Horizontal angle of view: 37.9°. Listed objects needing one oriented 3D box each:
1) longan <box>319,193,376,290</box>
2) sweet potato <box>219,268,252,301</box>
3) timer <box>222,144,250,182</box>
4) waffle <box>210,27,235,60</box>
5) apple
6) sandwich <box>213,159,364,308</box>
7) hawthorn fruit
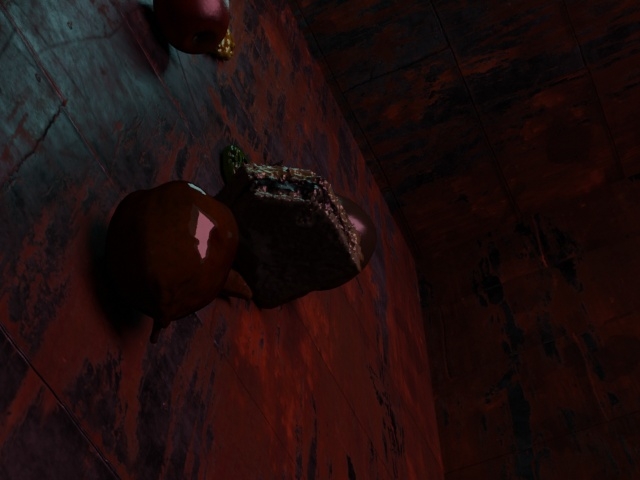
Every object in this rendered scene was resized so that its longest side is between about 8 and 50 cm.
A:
[{"bbox_3d":[0.000,0.000,2.252,0.258,0.258,0.258,-22,90,-77],"label":"longan"},{"bbox_3d":[-0.201,0.076,1.779,0.255,0.058,0.078,14,76,-69],"label":"sweet potato"},{"bbox_3d":[-0.188,-0.155,2.221,0.128,0.047,0.140,55,18,-41],"label":"timer"},{"bbox_3d":[-0.301,-0.610,2.505,0.291,0.051,0.291,-19,90,-77],"label":"waffle"},{"bbox_3d":[-0.293,-0.527,2.129,0.181,0.180,0.169,42,29,-62],"label":"apple"},{"bbox_3d":[-0.081,-0.022,1.959,0.131,0.262,0.325,-95,159,-48],"label":"sandwich"},{"bbox_3d":[-0.231,0.039,1.434,0.208,0.208,0.248,50,34,-53],"label":"hawthorn fruit"}]
